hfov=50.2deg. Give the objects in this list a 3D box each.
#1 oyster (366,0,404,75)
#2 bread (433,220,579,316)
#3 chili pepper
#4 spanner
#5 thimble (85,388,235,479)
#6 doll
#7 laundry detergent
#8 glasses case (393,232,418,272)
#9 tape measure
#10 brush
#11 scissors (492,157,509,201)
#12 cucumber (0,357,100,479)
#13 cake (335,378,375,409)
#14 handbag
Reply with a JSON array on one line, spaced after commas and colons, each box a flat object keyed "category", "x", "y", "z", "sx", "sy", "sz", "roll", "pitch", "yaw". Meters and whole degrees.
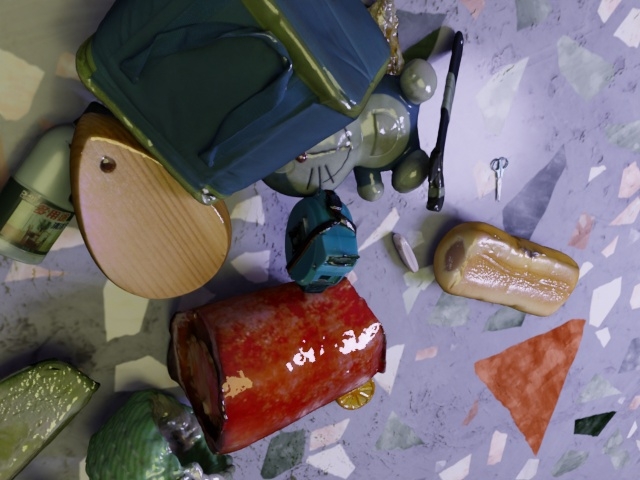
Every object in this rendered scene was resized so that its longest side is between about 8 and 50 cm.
[{"category": "oyster", "x": 0.089, "y": -0.285, "z": 1.016, "sx": 0.122, "sy": 0.045, "sz": 0.146, "roll": 20, "pitch": 103, "yaw": -46}, {"category": "bread", "x": 0.340, "y": 0.054, "z": 1.256, "sx": 0.305, "sy": 0.091, "sz": 0.142, "roll": 17, "pitch": 112, "yaw": -31}, {"category": "chili pepper", "x": -0.066, "y": 0.164, "z": 1.053, "sx": 0.305, "sy": 0.229, "sz": 0.251, "roll": -23, "pitch": 130, "yaw": -27}, {"category": "spanner", "x": 0.184, "y": -0.187, "z": 0.998, "sx": 0.087, "sy": 0.024, "sz": 0.315, "roll": 63, "pitch": 37, "yaw": -58}, {"category": "thimble", "x": -0.244, "y": 0.344, "z": 1.031, "sx": 0.150, "sy": 0.219, "sz": 0.219, "roll": -46, "pitch": 124, "yaw": 1}, {"category": "doll", "x": 0.025, "y": -0.155, "z": 0.968, "sx": 0.259, "sy": 0.154, "sz": 0.228, "roll": -15, "pitch": 125, "yaw": -21}, {"category": "laundry detergent", "x": -0.341, "y": -0.079, "z": 0.878, "sx": 0.099, "sy": 0.070, "sz": 0.225, "roll": 34, "pitch": 92, "yaw": -45}, {"category": "glasses case", "x": 0.148, "y": 0.022, "z": 1.184, "sx": 0.021, "sy": 0.032, "sz": 0.083, "roll": -32, "pitch": 124, "yaw": -6}, {"category": "tape measure", "x": 0.000, "y": 0.000, "z": 0.959, "sx": 0.081, "sy": 0.125, "sz": 0.146, "roll": 3, "pitch": 149, "yaw": -26}, {"category": "brush", "x": -0.225, "y": -0.065, "z": 0.866, "sx": 0.174, "sy": 0.166, "sz": 0.266, "roll": -24, "pitch": 129, "yaw": -1}, {"category": "scissors", "x": 0.321, "y": -0.108, "z": 1.224, "sx": 0.036, "sy": 0.006, "sz": 0.083, "roll": -15, "pitch": 118, "yaw": -21}, {"category": "cucumber", "x": -0.457, "y": 0.282, "z": 0.973, "sx": 0.325, "sy": 0.105, "sz": 0.145, "roll": -45, "pitch": 97, "yaw": -1}, {"category": "cake", "x": 0.058, "y": 0.266, "z": 1.246, "sx": 0.084, "sy": 0.044, "sz": 0.084, "roll": -10, "pitch": 115, "yaw": -21}, {"category": "handbag", "x": -0.087, "y": -0.206, "z": 0.753, "sx": 0.241, "sy": 0.222, "sz": 0.263, "roll": -25, "pitch": 118, "yaw": 33}]
